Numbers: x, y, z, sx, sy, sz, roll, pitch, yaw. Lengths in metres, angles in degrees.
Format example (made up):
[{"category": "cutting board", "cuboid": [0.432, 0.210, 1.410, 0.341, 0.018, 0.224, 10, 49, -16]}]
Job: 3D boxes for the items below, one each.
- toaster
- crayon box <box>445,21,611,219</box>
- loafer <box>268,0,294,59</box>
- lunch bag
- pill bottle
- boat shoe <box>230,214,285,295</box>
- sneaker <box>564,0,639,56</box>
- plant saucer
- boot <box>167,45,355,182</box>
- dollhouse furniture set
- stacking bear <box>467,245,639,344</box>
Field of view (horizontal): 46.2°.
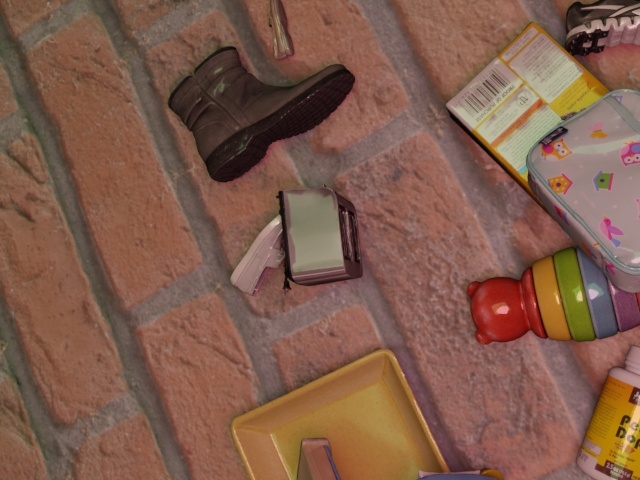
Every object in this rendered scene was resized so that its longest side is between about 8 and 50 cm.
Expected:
[{"category": "toaster", "cuboid": [0.000, 0.000, 1.317, 0.110, 0.168, 0.185, -8, 82, 15]}, {"category": "crayon box", "cuboid": [0.396, -0.180, 1.263, 0.203, 0.083, 0.323, -43, 75, 8]}, {"category": "loafer", "cuboid": [-0.085, -0.411, 1.446, 0.039, 0.045, 0.125, -16, 83, 21]}, {"category": "lunch bag", "cuboid": [0.452, -0.086, 1.101, 0.224, 0.108, 0.279, -35, 61, 4]}, {"category": "pill bottle", "cuboid": [0.492, 0.278, 1.175, 0.117, 0.117, 0.215, 20, 91, 17]}, {"category": "boat shoe", "cuboid": [-0.099, 0.028, 1.385, 0.063, 0.066, 0.184, 39, 109, 5]}, {"category": "sneaker", "cuboid": [0.519, -0.374, 1.246, 0.234, 0.078, 0.106, -5, 65, 6]}, {"category": "plant saucer", "cuboid": [0.054, 0.401, 1.311, 0.333, 0.081, 0.333, -28, 78, 13]}, {"category": "boot", "cuboid": [-0.123, -0.286, 1.412, 0.338, 0.118, 0.222, -31, 72, 7]}, {"category": "dollhouse furniture set", "cuboid": [0.123, 0.471, 1.212, 0.303, 0.198, 0.286, 2, 110, -14]}, {"category": "stacking bear", "cuboid": [0.386, 0.093, 1.209, 0.289, 0.164, 0.175, -14, 81, 19]}]
